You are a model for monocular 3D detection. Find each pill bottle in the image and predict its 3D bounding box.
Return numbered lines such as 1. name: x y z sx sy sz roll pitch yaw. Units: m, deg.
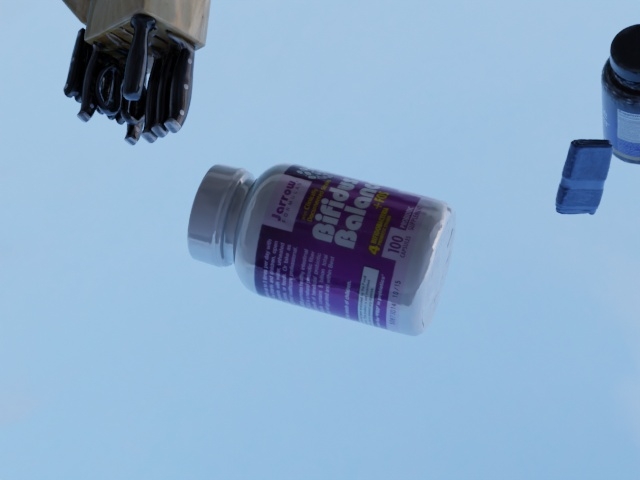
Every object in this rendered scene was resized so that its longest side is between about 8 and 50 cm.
1. pill bottle: 0.487 -0.222 1.985 0.122 0.219 0.123 -6 -123 10
2. pill bottle: 0.000 0.000 1.587 0.301 0.169 0.169 14 -132 13

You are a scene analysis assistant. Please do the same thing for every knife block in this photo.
1. knife block: -0.163 -0.243 1.343 0.276 0.088 0.242 -54 -137 9

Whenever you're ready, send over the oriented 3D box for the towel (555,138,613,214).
1. towel: 0.376 -0.092 1.878 0.067 0.119 0.029 1 -145 -10
